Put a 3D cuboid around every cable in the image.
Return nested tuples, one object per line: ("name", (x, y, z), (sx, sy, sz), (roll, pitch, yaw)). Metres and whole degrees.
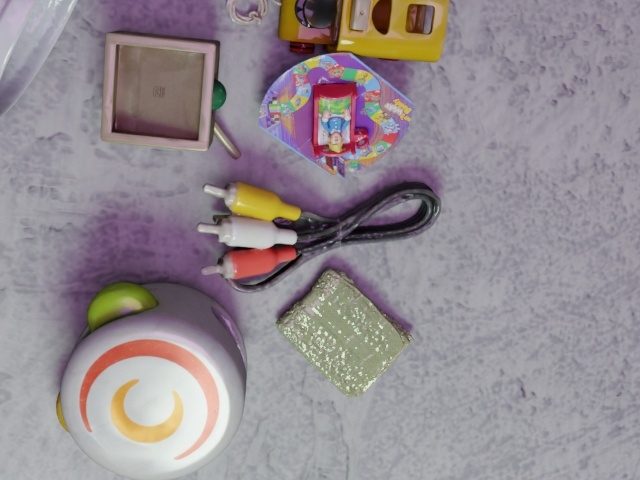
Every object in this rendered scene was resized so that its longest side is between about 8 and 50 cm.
("cable", (0.000, 0.000, 1.180), (0.287, 0.072, 0.139), (0, 110, -13))

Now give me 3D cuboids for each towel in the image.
("towel", (0.028, 0.111, 1.240), (0.110, 0.027, 0.148), (-46, 110, 3))

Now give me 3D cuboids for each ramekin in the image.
("ramekin", (-0.306, -0.228, 0.985), (0.109, 0.207, 0.207), (30, 97, -9))

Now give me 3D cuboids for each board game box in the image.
("board game box", (0.020, -0.125, 1.128), (0.133, 0.033, 0.169), (-38, 130, 26))

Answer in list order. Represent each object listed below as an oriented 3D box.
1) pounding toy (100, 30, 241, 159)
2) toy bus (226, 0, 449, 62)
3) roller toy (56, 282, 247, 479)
("pounding toy", (-0.151, -0.148, 1.104), (0.141, 0.100, 0.130), (5, 103, -3))
("toy bus", (0.036, -0.241, 1.106), (0.202, 0.104, 0.191), (-42, 109, 0))
("roller toy", (-0.177, 0.151, 1.141), (0.191, 0.146, 0.209), (21, 105, -8))
